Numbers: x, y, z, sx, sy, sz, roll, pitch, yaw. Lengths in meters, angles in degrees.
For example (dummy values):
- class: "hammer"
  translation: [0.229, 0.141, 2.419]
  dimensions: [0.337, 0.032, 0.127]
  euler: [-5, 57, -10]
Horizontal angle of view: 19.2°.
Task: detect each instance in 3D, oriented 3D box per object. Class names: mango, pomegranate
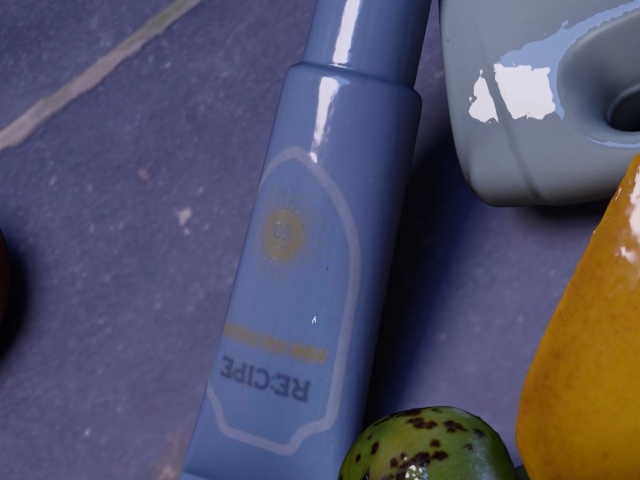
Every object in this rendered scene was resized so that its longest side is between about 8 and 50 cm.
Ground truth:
- class: "mango"
  translation: [0.241, 0.015, 1.012]
  dimensions: [0.350, 0.201, 0.199]
  euler: [-49, 41, 6]
- class: "pomegranate"
  translation: [0.080, 0.151, 1.082]
  dimensions: [0.161, 0.122, 0.122]
  euler: [-5, 51, -18]

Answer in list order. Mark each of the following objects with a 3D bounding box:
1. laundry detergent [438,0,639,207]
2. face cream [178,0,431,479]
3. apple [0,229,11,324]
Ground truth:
- class: "laundry detergent"
  translation: [0.274, -0.164, 1.148]
  dimensions: [0.397, 0.125, 0.264]
  euler: [-11, 56, 21]
- class: "face cream"
  translation: [0.000, 0.000, 1.176]
  dimensions: [0.135, 0.086, 0.385]
  euler: [14, 92, 35]
- class: "apple"
  translation: [-0.289, 0.031, 1.340]
  dimensions: [0.153, 0.120, 0.153]
  euler: [-14, 60, 27]
